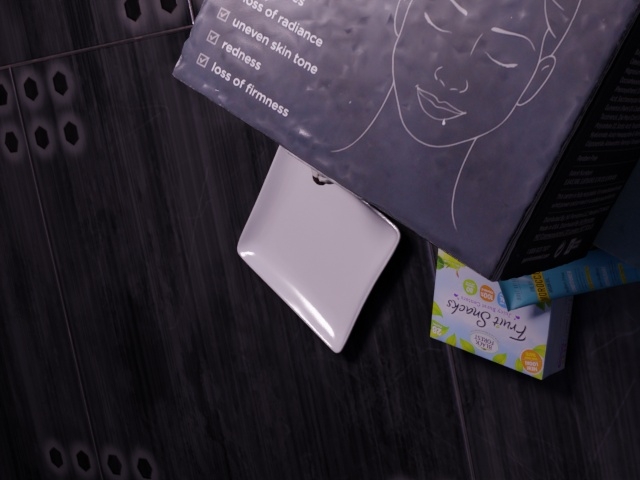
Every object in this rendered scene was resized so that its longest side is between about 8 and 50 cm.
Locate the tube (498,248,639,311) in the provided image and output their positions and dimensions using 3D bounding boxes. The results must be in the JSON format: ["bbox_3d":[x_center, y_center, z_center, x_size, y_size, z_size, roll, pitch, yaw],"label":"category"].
[{"bbox_3d":[0.348,0.047,1.908,0.207,0.052,0.080,-12,116,17],"label":"tube"}]

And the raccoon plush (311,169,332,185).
[{"bbox_3d":[0.145,-0.249,2.026,0.446,0.299,0.216,-34,72,7],"label":"raccoon plush"}]

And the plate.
[{"bbox_3d":[0.000,0.000,2.289,0.278,0.045,0.277,44,130,24],"label":"plate"}]

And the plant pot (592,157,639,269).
[{"bbox_3d":[0.427,-0.124,1.721,0.247,0.248,0.252,31,113,33],"label":"plant pot"}]

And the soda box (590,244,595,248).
[{"bbox_3d":[0.334,-0.067,1.943,0.181,0.058,0.061,38,127,27],"label":"soda box"}]

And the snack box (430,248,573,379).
[{"bbox_3d":[0.269,0.089,2.047,0.207,0.070,0.174,21,116,38],"label":"snack box"}]

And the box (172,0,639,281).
[{"bbox_3d":[0.166,-0.283,1.559,0.480,0.297,0.471,34,111,23],"label":"box"}]
